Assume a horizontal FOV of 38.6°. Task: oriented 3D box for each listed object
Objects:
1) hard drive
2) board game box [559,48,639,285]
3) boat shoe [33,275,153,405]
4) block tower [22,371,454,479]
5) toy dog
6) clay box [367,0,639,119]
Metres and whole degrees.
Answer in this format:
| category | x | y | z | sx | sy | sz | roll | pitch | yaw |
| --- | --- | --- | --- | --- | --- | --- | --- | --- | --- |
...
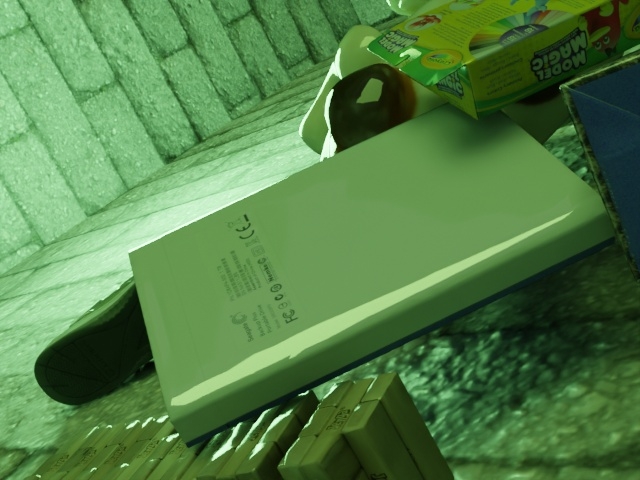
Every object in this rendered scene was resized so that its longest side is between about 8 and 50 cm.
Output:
| category | x | y | z | sx | sy | sz | roll | pitch | yaw |
| --- | --- | --- | --- | --- | --- | --- | --- | --- | --- |
| hard drive | 0.022 | 0.005 | 0.684 | 0.318 | 0.040 | 0.210 | -25 | 36 | -4 |
| board game box | 0.323 | -0.099 | 0.646 | 0.232 | 0.141 | 0.291 | -20 | 4 | 26 |
| boat shoe | -0.198 | 0.085 | 1.106 | 0.320 | 0.118 | 0.103 | -32 | 19 | 9 |
| block tower | -0.082 | 0.178 | 0.647 | 0.335 | 0.097 | 0.091 | -19 | 17 | 34 |
| toy dog | 0.157 | -0.134 | 0.957 | 0.395 | 0.285 | 0.408 | -11 | 33 | 47 |
| clay box | 0.160 | -0.168 | 0.742 | 0.222 | 0.053 | 0.127 | -26 | 32 | -9 |
